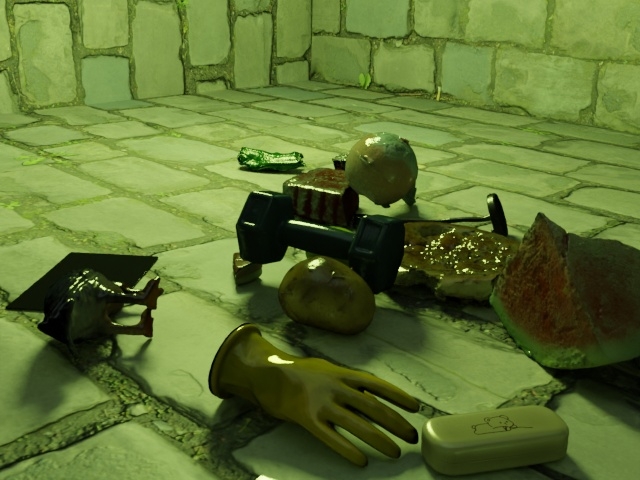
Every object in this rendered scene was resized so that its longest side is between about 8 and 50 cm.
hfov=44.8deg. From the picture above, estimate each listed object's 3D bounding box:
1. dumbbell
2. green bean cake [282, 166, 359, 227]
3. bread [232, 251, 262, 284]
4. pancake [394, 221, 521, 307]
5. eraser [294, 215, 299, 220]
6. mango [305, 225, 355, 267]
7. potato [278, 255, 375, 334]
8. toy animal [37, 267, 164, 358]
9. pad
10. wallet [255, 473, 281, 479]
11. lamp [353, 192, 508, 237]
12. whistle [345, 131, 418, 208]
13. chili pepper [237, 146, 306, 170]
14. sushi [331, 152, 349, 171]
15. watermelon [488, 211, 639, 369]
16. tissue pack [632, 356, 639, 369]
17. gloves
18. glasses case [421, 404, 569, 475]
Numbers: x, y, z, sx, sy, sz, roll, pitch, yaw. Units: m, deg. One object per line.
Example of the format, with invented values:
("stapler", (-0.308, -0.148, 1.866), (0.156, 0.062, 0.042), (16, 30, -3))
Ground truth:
("dumbbell", (0.000, 0.000, 1.489), (0.316, 0.156, 0.144), (13, 39, 22))
("green bean cake", (0.026, -0.113, 1.986), (0.198, 0.097, 0.232), (13, 21, 23))
("bread", (-0.148, 0.057, 1.576), (0.062, 0.043, 0.109), (-2, 19, -6))
("pancake", (0.283, 0.043, 1.609), (0.382, 0.071, 0.382), (1, 19, 0))
("eraser", (-0.093, -0.057, 1.938), (0.083, 0.019, 0.038), (19, 25, 41))
("mango", (0.033, 0.026, 1.607), (0.117, 0.089, 0.163), (-6, 21, -19))
("potato", (0.011, 0.095, 1.361), (0.175, 0.137, 0.137), (9, 20, 13))
("toy animal", (-0.371, 0.112, 1.293), (0.185, 0.122, 0.298), (11, 15, 13))
("pad", (-0.463, 0.080, 1.546), (0.202, 0.005, 0.300), (3, 19, 5))
("wallet", (-0.046, 0.305, 0.926), (0.083, 0.011, 0.044), (12, 22, 27))
("lamp", (0.269, -0.074, 1.882), (0.371, 0.109, 0.130), (7, 16, 17))
("whistle", (0.183, -0.171, 1.959), (0.189, 0.189, 0.348), (12, -4, 28))
("chili pepper", (-0.149, -0.248, 2.422), (0.224, 0.061, 0.098), (7, 34, 8))
("sushi", (0.087, -0.215, 2.308), (0.098, 0.084, 0.094), (16, 26, 43))
("watermelon", (0.402, 0.092, 1.268), (0.193, 0.232, 0.310), (19, 4, -6))
("tissue pack", (0.699, 0.176, 1.174), (0.394, 0.124, 0.288), (1, 18, 1))
("gloves", (-0.003, 0.222, 1.074), (0.294, 0.116, 0.133), (21, 53, 23))
("glasses case", (0.228, 0.260, 1.015), (0.196, 0.050, 0.083), (-4, 22, -16))
